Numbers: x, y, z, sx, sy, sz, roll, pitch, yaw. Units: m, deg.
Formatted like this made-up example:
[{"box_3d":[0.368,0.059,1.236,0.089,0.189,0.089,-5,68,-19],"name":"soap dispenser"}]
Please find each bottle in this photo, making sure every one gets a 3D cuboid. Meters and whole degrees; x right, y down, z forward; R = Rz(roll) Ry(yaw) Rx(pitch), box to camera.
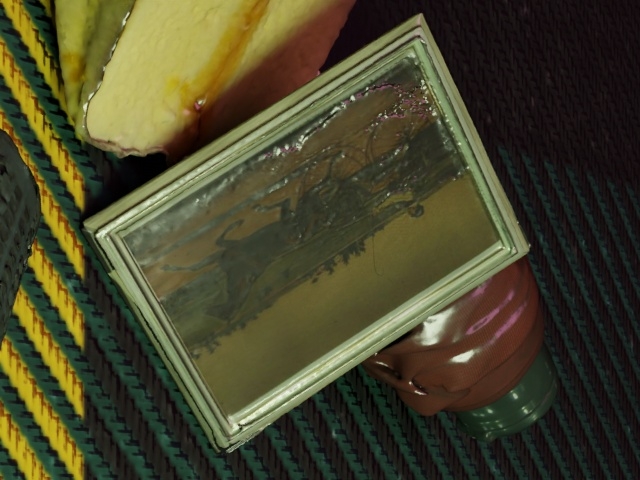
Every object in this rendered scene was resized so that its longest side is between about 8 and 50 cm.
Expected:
[{"box_3d":[0.079,0.028,1.408,0.156,0.143,0.271,-49,126,-17],"name":"bottle"}]

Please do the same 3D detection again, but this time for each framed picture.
[{"box_3d":[0.000,0.000,1.258,0.252,0.014,0.197,-33,121,-9],"name":"framed picture"}]

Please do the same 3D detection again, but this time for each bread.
[{"box_3d":[-0.048,-0.132,1.240,0.240,0.135,0.178,-1,86,-59],"name":"bread"}]

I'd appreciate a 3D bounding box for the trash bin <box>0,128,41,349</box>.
[{"box_3d":[-0.216,0.011,0.955,0.175,0.175,0.161,62,28,-30],"name":"trash bin"}]
